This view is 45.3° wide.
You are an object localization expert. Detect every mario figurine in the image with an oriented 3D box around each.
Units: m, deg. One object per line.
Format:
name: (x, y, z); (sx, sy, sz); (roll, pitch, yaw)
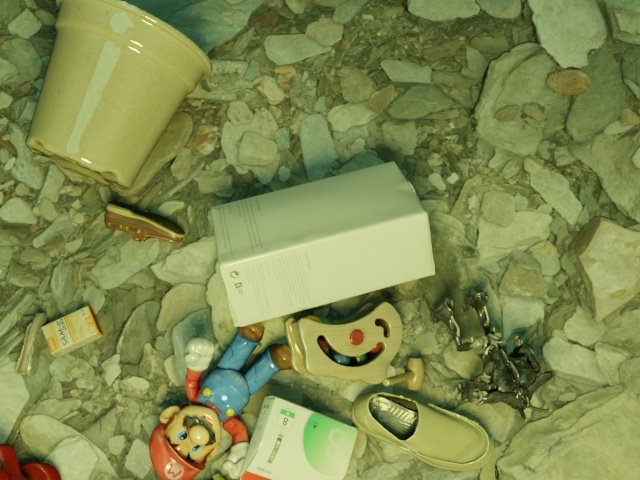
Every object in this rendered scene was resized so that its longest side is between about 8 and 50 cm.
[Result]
mario figurine: (-0.177, 0.296, 1.375); (0.198, 0.170, 0.320); (26, 67, 29)

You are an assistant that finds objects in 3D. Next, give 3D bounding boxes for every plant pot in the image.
plant pot: (-0.429, -0.281, 1.547); (0.334, 0.334, 0.305); (20, 82, 9)

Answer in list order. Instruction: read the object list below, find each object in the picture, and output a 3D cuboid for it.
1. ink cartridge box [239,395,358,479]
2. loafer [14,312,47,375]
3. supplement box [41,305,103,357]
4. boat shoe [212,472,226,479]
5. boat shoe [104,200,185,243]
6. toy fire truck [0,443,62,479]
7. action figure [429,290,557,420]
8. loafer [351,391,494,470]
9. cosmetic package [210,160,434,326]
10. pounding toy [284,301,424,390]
ink cartridge box: (-0.047, 0.411, 1.352); (0.181, 0.056, 0.224); (26, 67, -22)
loafer: (-0.567, 0.200, 1.494); (0.039, 0.045, 0.125); (3, 72, 10)
supplement box: (-0.486, 0.179, 1.501); (0.098, 0.036, 0.062); (-26, 70, -8)
boat shoe: (-0.183, 0.455, 1.378); (0.190, 0.068, 0.072); (-2, 58, 1)
boat shoe: (-0.361, -0.027, 1.569); (0.178, 0.064, 0.060); (20, 102, 10)
toy fire truck: (-0.577, 0.525, 1.321); (0.254, 0.169, 0.302); (-31, 70, 10)
action figure: (0.320, 0.225, 1.412); (0.164, 0.141, 0.275); (-21, 55, -8)
loafer: (0.184, 0.346, 1.391); (0.269, 0.092, 0.101); (15, 71, 7)
cosmetic package: (0.000, 0.000, 1.450); (0.385, 0.156, 0.217); (-12, 34, -4)
pounding toy: (0.082, 0.183, 1.402); (0.270, 0.155, 0.154); (12, 79, -23)
